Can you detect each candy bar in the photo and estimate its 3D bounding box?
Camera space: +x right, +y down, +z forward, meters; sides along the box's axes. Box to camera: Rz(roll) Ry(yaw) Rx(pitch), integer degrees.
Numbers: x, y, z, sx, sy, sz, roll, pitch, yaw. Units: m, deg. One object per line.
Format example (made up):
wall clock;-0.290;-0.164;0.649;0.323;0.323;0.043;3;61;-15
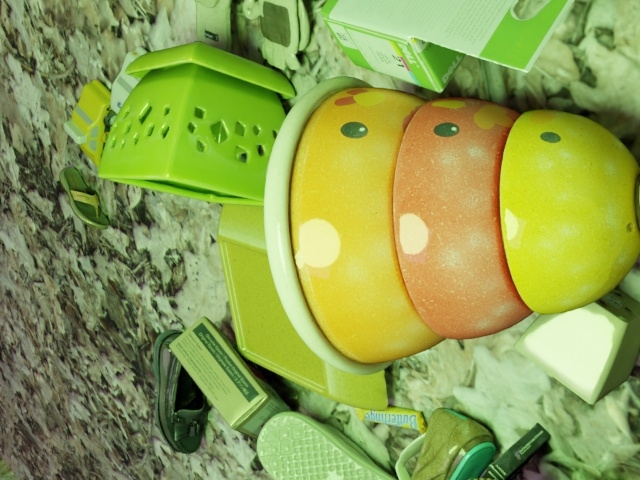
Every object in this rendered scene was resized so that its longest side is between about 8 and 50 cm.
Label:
candy bar;0.113;0.286;1.281;0.161;0.018;0.040;-3;107;51

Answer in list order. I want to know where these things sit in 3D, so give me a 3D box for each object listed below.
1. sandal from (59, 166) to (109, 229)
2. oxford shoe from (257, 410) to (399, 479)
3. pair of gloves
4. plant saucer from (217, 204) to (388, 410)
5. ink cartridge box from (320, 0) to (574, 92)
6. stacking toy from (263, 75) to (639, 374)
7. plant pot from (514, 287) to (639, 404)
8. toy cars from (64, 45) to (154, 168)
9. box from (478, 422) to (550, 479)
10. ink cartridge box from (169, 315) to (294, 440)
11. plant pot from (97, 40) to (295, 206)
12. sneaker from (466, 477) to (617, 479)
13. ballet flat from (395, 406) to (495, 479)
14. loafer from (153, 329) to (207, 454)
sandal;-0.540;-0.102;1.800;0.049;0.072;0.180;-40;72;29
oxford shoe;0.080;0.458;1.336;0.449;0.169;0.130;39;177;19
pair of gloves;-0.109;-0.363;1.151;0.240;0.042;0.204;24;137;35
plant saucer;-0.051;0.105;1.279;0.332;0.081;0.333;16;123;45
ink cartridge box;0.156;-0.248;0.802;0.255;0.189;0.097;28;171;36
stacking toy;0.213;-0.032;0.827;0.479;0.350;0.351;-5;106;33
plant pot;0.308;0.103;0.896;0.109;0.109;0.096;38;120;30
toy cars;-0.418;-0.246;1.555;0.393;0.087;0.177;-12;100;51
box;0.242;0.329;1.075;0.029;0.116;0.162;42;137;25
ink cartridge box;-0.156;0.260;1.434;0.193;0.088;0.235;46;173;21
plant pot;-0.178;-0.172;1.195;0.228;0.227;0.207;5;86;49
sneaker;0.261;0.381;0.990;0.099;0.282;0.153;-96;7;-50
ballet flat;0.149;0.396;1.190;0.124;0.116;0.343;43;122;46
loafer;-0.300;0.346;1.725;0.095;0.109;0.303;12;115;41
